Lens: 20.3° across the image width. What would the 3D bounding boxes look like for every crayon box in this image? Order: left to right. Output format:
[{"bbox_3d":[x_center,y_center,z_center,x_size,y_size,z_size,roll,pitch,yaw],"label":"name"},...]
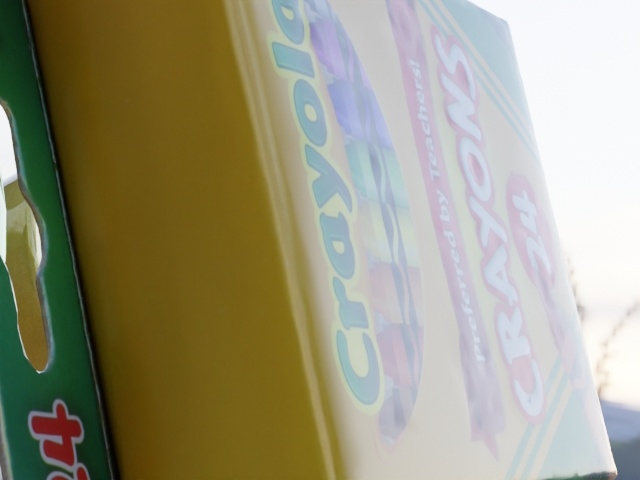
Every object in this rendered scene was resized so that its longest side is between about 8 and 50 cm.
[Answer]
[{"bbox_3d":[0.000,0.000,0.618,0.081,0.202,0.318,-17,-11,25],"label":"crayon box"}]

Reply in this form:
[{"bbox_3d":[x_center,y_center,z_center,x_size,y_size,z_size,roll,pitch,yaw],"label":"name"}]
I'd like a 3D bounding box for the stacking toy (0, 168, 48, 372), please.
[{"bbox_3d":[-0.216,-0.070,0.851,0.130,0.309,0.279,-12,-10,8],"label":"stacking toy"}]
